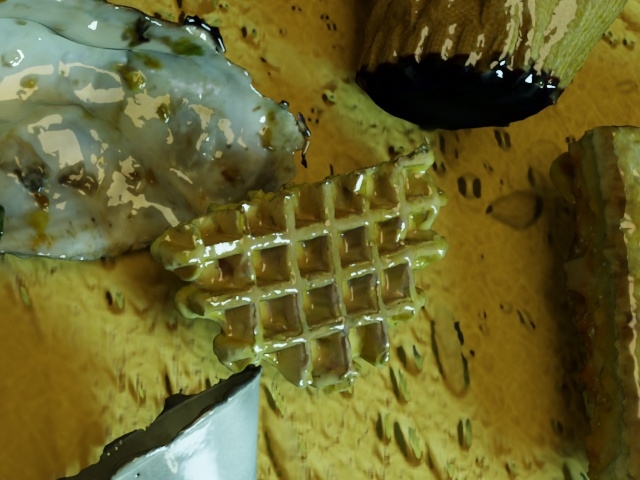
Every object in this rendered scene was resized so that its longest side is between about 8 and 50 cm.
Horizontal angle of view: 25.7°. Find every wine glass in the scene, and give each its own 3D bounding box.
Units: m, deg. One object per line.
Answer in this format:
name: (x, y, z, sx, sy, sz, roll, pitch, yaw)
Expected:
wine glass: (-0.035, 0.194, 0.686, 0.156, 0.156, 0.232, -33, 93, -33)

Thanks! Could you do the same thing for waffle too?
waffle: (0.000, 0.000, 0.810, 0.160, 0.046, 0.192, 49, 60, -25)

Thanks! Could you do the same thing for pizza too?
pizza: (0.266, 0.068, 0.925, 0.258, 0.087, 0.268, 9, 70, -30)

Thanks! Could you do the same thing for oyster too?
oyster: (-0.140, -0.048, 0.757, 0.294, 0.094, 0.166, 11, 83, -37)

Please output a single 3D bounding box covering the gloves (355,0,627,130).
gloves: (0.128, -0.234, 0.890, 0.155, 0.203, 0.356, 39, 63, -31)
